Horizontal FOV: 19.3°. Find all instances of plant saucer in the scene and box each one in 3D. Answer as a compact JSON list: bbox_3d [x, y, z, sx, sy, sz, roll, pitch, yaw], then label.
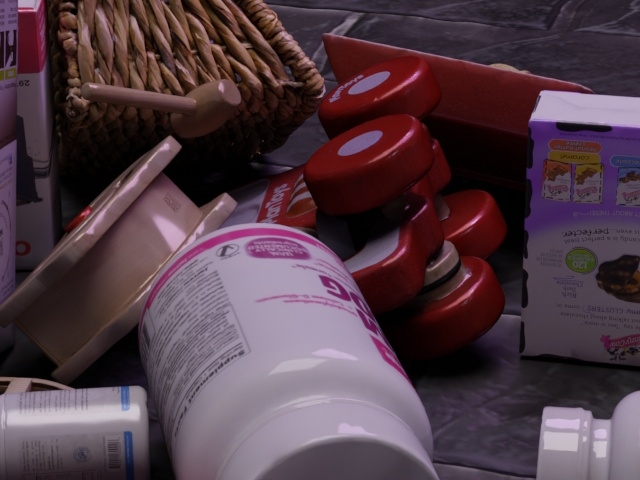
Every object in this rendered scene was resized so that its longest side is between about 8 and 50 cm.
[{"bbox_3d":[0.154,-0.093,1.655,0.258,0.048,0.259,15,-10,30],"label":"plant saucer"}]

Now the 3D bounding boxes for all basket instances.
[{"bbox_3d":[-0.136,-0.189,1.689,0.223,0.213,0.299,-6,-7,-11],"label":"basket"}]

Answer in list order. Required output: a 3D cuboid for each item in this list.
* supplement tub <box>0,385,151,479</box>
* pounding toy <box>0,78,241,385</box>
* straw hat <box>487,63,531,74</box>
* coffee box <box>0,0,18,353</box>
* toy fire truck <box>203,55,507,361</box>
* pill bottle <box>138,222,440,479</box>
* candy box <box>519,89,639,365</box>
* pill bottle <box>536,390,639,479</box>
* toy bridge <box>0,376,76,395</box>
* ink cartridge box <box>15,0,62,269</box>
[{"bbox_3d":[-0.168,0.135,1.263,0.107,0.071,0.071,-2,24,-5],"label":"supplement tub"},{"bbox_3d":[-0.173,-0.025,1.469,0.154,0.155,0.269,-35,12,44],"label":"pounding toy"},{"bbox_3d":[0.179,-0.139,1.831,0.144,0.061,0.144,10,11,-2],"label":"straw hat"},{"bbox_3d":[-0.320,-0.057,1.399,0.168,0.297,0.119,2,9,8],"label":"coffee box"},{"bbox_3d":[0.000,0.000,1.492,0.254,0.169,0.302,-22,21,16],"label":"toy fire truck"},{"bbox_3d":[-0.020,0.113,1.201,0.160,0.160,0.283,-6,25,-11],"label":"pill bottle"},{"bbox_3d":[0.237,-0.005,1.414,0.165,0.196,0.070,6,24,12],"label":"candy box"},{"bbox_3d":[0.239,0.153,1.160,0.208,0.117,0.117,4,25,9],"label":"pill bottle"},{"bbox_3d":[-0.219,0.121,1.348,0.188,0.026,0.063,2,23,5],"label":"toy bridge"},{"bbox_3d":[-0.310,-0.095,1.575,0.172,0.237,0.100,-2,27,-4],"label":"ink cartridge box"}]
